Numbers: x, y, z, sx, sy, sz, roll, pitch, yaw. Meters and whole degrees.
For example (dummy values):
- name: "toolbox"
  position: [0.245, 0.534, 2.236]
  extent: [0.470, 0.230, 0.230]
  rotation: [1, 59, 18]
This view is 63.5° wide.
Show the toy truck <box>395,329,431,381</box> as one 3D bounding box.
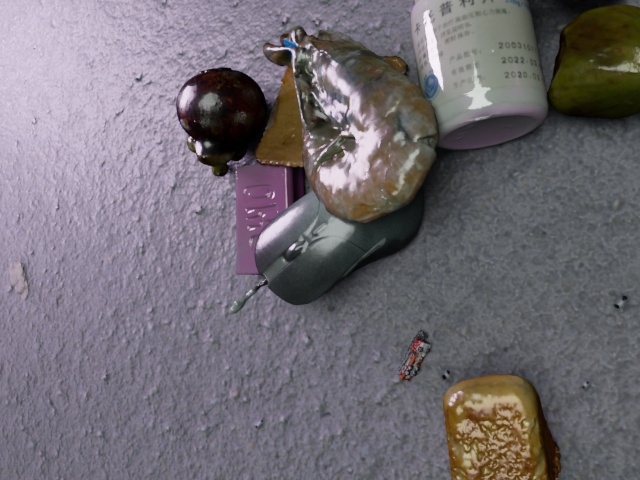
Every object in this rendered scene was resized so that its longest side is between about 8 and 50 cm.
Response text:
- name: "toy truck"
  position: [0.149, 0.184, 0.822]
  extent: [0.032, 0.024, 0.083]
  rotation: [41, 108, 53]

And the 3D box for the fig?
- name: "fig"
  position: [0.389, -0.230, 0.680]
  extent: [0.165, 0.154, 0.144]
  rotation: [-133, 28, -55]

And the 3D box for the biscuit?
- name: "biscuit"
  position: [0.015, -0.224, 0.890]
  extent: [0.237, 0.013, 0.231]
  rotation: [9, 71, 27]

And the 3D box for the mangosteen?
- name: "mangosteen"
  position: [-0.178, -0.220, 0.940]
  extent: [0.173, 0.172, 0.183]
  rotation: [-3, 85, 25]

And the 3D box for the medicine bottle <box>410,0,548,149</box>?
- name: "medicine bottle"
  position: [0.220, -0.292, 0.750]
  extent: [0.170, 0.170, 0.292]
  rotation: [-9, 81, 24]

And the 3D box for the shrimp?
- name: "shrimp"
  position: [0.026, -0.202, 0.807]
  extent: [0.221, 0.110, 0.445]
  rotation: [-51, 47, 25]

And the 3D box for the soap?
- name: "soap"
  position: [-0.090, -0.039, 0.932]
  extent: [0.122, 0.065, 0.203]
  rotation: [-6, 83, 25]

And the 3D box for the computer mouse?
- name: "computer mouse"
  position: [0.000, 0.000, 0.823]
  extent: [0.379, 0.090, 0.167]
  rotation: [-38, 70, -2]

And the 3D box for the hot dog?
- name: "hot dog"
  position: [0.245, 0.304, 0.696]
  extent: [0.151, 0.153, 0.256]
  rotation: [-9, 84, 20]
